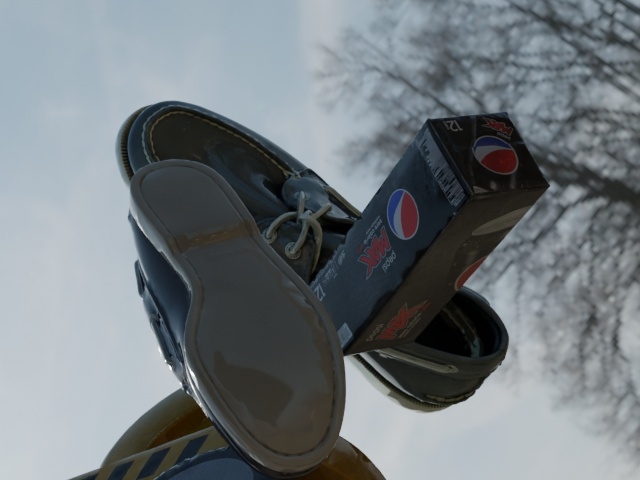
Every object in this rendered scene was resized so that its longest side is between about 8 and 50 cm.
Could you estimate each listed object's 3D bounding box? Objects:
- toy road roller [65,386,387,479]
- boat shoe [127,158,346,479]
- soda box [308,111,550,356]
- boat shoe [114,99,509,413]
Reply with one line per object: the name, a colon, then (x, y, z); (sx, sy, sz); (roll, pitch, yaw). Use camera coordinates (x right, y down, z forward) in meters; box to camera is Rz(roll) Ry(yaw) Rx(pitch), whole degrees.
toy road roller: (-0.106, 0.217, 0.854); (0.329, 0.240, 0.202); (-21, -67, 13)
boat shoe: (-0.045, 0.045, 0.692); (0.075, 0.206, 0.065); (-10, -45, -23)
soda box: (0.058, -0.001, 0.799); (0.060, 0.053, 0.169); (-8, -30, -33)
boat shoe: (0.000, 0.000, 0.987); (0.116, 0.319, 0.099); (-55, 8, -28)
